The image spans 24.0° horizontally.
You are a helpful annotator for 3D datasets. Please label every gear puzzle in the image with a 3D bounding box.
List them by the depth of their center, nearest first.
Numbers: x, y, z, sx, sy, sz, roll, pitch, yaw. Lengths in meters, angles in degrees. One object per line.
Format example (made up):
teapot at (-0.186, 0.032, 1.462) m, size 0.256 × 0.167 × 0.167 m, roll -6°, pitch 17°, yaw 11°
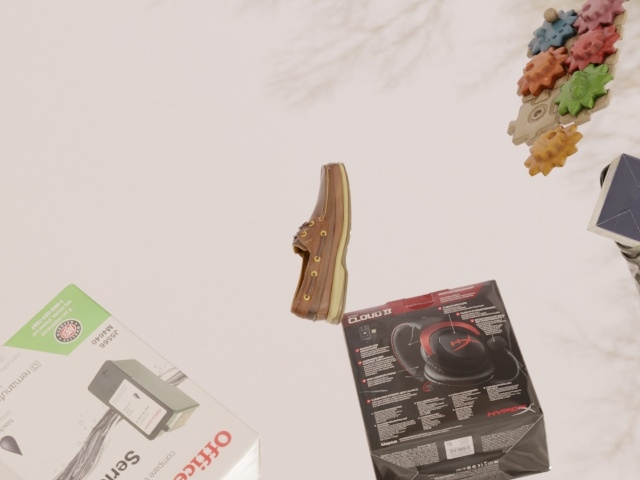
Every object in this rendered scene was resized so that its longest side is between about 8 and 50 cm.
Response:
gear puzzle at (0.316, -0.210, 2.012) m, size 0.044 × 0.175 × 0.339 m, roll 42°, pitch -134°, yaw -27°

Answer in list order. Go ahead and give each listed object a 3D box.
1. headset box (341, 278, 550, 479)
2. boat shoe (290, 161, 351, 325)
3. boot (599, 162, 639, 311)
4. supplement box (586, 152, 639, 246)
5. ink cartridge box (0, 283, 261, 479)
headset box at (0.153, 0.181, 1.938) m, size 0.293 × 0.218 × 0.110 m, roll -103°, pitch 0°, yaw -52°
boat shoe at (0.000, 0.000, 1.616) m, size 0.060 × 0.064 × 0.178 m, roll 5°, pitch -100°, yaw -6°
boot at (0.376, 0.030, 1.752) m, size 0.161 × 0.083 × 0.246 m, roll 45°, pitch -150°, yaw -37°
supplement box at (0.325, -0.042, 1.594) m, size 0.083 × 0.056 × 0.083 m, roll 35°, pitch -105°, yaw -86°
ink cartridge box at (-0.222, 0.208, 1.548) m, size 0.198 × 0.273 × 0.115 m, roll -45°, pitch -20°, yaw -26°
